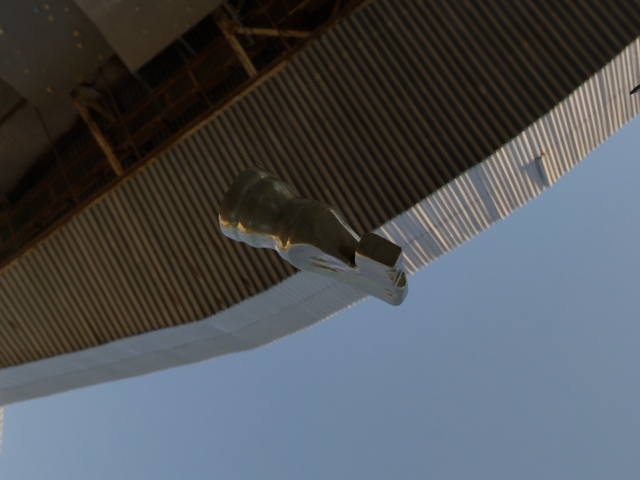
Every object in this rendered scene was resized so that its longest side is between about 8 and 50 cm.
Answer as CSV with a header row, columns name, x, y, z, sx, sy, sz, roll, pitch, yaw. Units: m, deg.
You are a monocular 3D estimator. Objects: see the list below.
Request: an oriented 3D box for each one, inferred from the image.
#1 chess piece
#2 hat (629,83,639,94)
name,x,y,z,sx,sy,sz,roll,pitch,yaw
chess piece,0.000,0.000,1.036,0.301,0.137,0.137,27,-100,16
hat,0.556,-0.261,1.137,0.042,0.087,0.058,41,-48,12
